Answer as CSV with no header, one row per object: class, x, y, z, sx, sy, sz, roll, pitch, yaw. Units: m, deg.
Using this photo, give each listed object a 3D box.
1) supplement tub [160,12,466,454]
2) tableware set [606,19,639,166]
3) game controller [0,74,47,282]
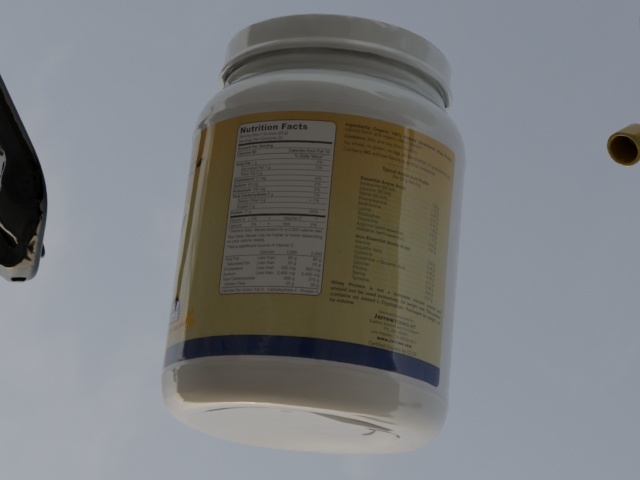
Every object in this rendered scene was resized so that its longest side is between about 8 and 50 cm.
supplement tub,0.000,0.000,1.161,0.228,0.228,0.316,-2,-110,23
tableware set,0.214,-0.090,0.805,0.104,0.024,0.154,42,-41,10
game controller,-0.333,-0.116,1.390,0.319,0.067,0.166,60,-40,28
